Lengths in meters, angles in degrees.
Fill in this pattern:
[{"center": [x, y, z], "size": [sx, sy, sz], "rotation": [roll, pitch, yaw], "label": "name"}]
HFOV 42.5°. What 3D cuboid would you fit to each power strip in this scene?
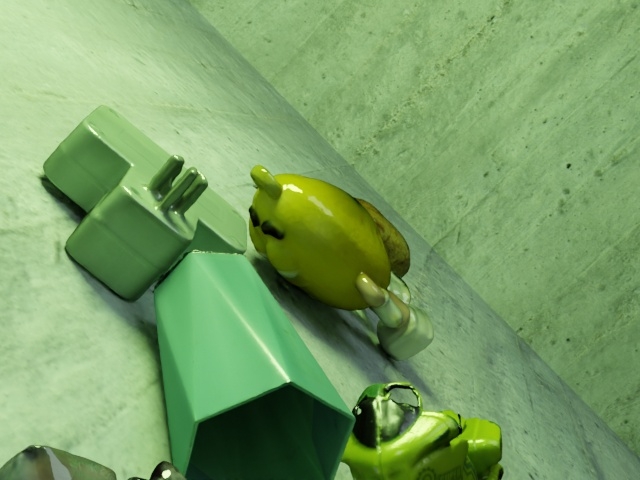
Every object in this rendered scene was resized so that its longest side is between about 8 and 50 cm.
[{"center": [-0.178, -0.050, 0.905], "size": [0.229, 0.141, 0.261], "rotation": [41, 10, -14], "label": "power strip"}]

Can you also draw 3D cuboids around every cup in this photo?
[{"center": [-0.081, 0.110, 0.726], "size": [0.148, 0.134, 0.235], "rotation": [40, 9, -37], "label": "cup"}]

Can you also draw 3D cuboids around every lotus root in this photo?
[{"center": [0.075, -0.006, 1.600], "size": [0.260, 0.128, 0.145], "rotation": [43, -3, -34], "label": "lotus root"}]

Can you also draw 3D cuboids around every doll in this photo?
[{"center": [0.027, 0.025, 1.306], "size": [0.423, 0.161, 0.348], "rotation": [43, -1, -14], "label": "doll"}]

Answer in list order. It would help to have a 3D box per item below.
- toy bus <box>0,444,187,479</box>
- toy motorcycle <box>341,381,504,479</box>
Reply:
[{"center": [-0.060, 0.223, 0.463], "size": [0.317, 0.112, 0.138], "rotation": [33, 21, -40], "label": "toy bus"}, {"center": [0.105, 0.245, 0.860], "size": [0.342, 0.142, 0.206], "rotation": [9, 76, -70], "label": "toy motorcycle"}]
